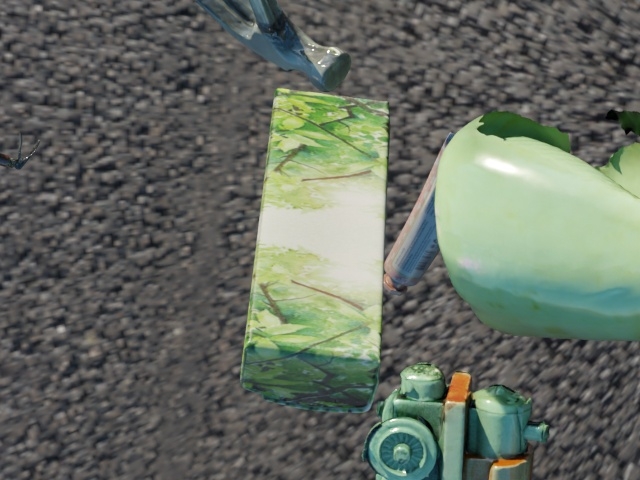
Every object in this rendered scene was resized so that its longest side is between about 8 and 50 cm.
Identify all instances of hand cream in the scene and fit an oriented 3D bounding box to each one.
[{"bbox_3d":[0.121,-0.025,1.655,0.067,0.043,0.209,23,125,-10],"label":"hand cream"}]

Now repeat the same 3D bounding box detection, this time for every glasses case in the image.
[{"bbox_3d":[0.000,0.000,1.124,0.095,0.272,0.062,7,134,-1],"label":"glasses case"}]

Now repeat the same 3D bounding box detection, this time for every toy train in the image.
[{"bbox_3d":[0.085,0.162,0.927,0.118,0.074,0.175,5,104,9],"label":"toy train"}]

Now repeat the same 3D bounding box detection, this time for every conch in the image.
[{"bbox_3d":[0.183,-0.011,0.901,0.251,0.143,0.137,0,93,30],"label":"conch"}]

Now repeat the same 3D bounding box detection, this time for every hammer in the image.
[{"bbox_3d":[-0.053,-0.178,0.868,0.103,0.246,0.029,32,74,28],"label":"hammer"}]

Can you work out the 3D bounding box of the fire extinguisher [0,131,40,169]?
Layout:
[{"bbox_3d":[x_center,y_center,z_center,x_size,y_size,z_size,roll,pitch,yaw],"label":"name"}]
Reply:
[{"bbox_3d":[-0.233,-0.058,0.980,0.046,0.100,0.032,-32,50,47],"label":"fire extinguisher"}]
